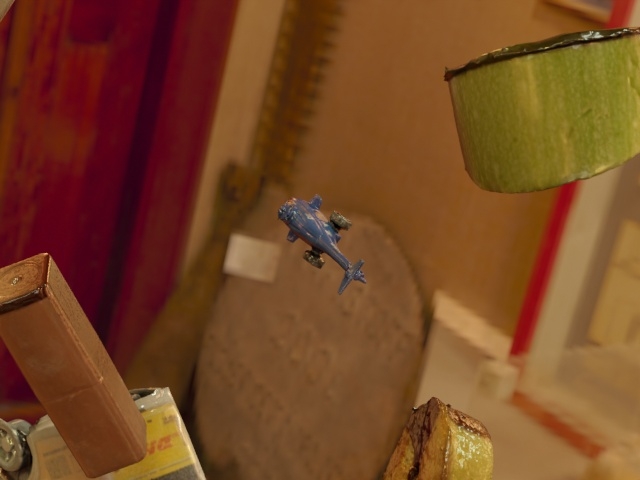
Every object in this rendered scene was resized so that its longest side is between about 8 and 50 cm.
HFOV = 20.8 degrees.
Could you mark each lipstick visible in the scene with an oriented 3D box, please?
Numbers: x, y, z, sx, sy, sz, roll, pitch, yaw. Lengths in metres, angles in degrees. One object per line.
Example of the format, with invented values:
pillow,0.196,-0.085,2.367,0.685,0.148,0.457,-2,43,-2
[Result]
lipstick,-0.157,0.080,1.086,0.045,0.145,0.045,-21,31,6

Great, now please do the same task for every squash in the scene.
squash,0.233,-0.128,1.655,0.220,0.133,0.220,-15,3,1

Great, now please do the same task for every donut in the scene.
donut,0.120,0.255,1.812,0.073,0.184,0.166,15,23,-17

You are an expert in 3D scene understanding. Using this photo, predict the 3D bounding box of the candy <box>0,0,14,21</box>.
candy,-0.506,-0.297,1.812,0.358,0.208,0.145,22,24,-36

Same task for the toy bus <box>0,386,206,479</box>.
toy bus,-0.220,0.199,1.311,0.097,0.138,0.342,-22,-5,-45

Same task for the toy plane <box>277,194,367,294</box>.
toy plane,0.000,0.000,1.539,0.062,0.054,0.167,29,10,-35
